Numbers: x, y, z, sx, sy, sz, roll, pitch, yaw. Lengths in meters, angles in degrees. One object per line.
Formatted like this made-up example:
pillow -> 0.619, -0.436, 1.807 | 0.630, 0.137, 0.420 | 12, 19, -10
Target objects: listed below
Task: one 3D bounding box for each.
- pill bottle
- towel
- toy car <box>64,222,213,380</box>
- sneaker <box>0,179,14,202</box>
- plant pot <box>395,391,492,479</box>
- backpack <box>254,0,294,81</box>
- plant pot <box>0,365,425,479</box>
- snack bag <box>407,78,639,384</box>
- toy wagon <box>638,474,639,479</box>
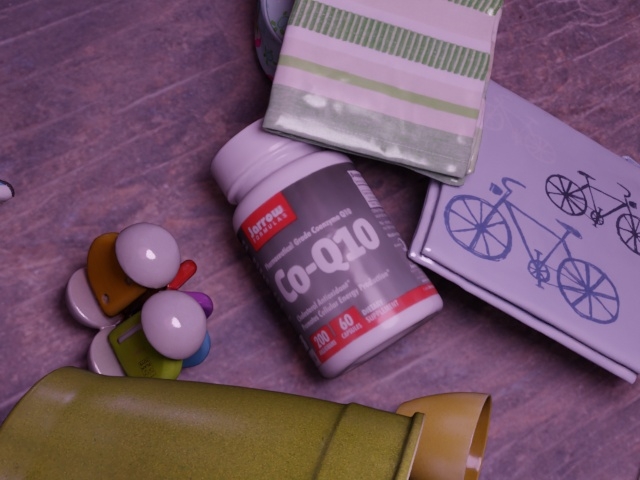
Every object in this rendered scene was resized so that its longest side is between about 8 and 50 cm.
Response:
pill bottle -> 0.000, 0.000, 1.057 | 0.161, 0.161, 0.283 | -29, 78, -19
towel -> 0.087, -0.245, 1.048 | 0.248, 0.038, 0.324 | 15, 79, -12
toy car -> -0.183, 0.073, 1.021 | 0.136, 0.159, 0.182 | -5, 67, -51
sneaker -> -0.434, -0.015, 1.036 | 0.191, 0.071, 0.083 | -18, 81, -8
plant pot -> 0.129, 0.226, 1.032 | 0.095, 0.134, 0.134 | 11, 67, 20
backpack -> 0.044, -0.289, 1.164 | 0.254, 0.191, 0.225 | 4, 71, -4
plant pot -> -0.125, 0.283, 0.860 | 0.353, 0.366, 0.366 | 17, 68, 9
snack bag -> 0.278, -0.033, 1.127 | 0.323, 0.037, 0.342 | 28, 51, -10
toy wagon -> 0.502, 0.397, 1.065 | 0.267, 0.068, 0.344 | -18, 76, -16
